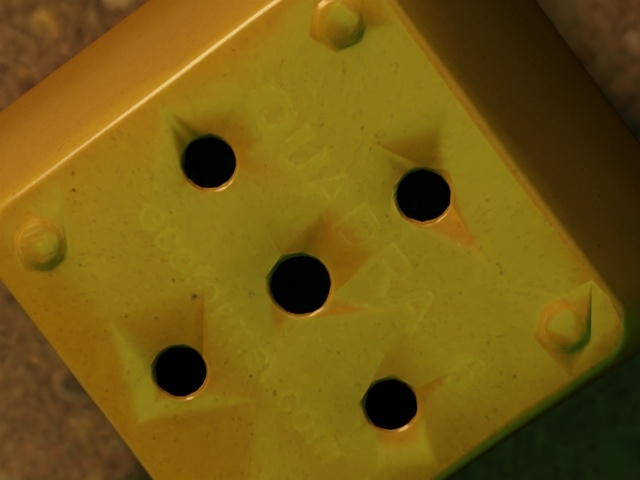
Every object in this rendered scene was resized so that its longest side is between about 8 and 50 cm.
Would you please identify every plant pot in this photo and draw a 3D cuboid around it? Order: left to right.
[{"bbox_3d":[0.000,0.000,0.651,0.212,0.187,0.212,-36,94,9],"label":"plant pot"}]
